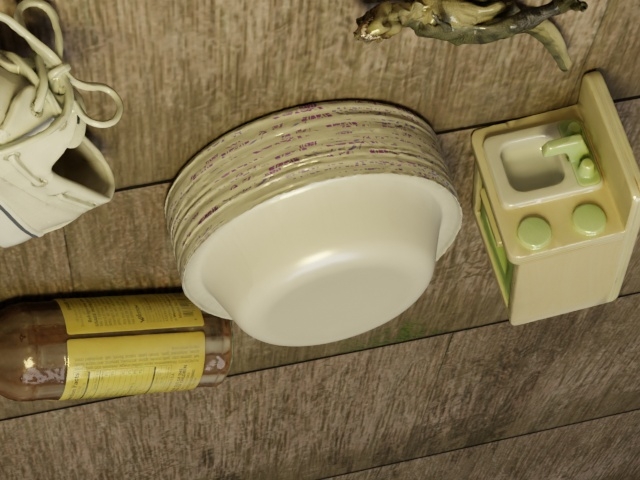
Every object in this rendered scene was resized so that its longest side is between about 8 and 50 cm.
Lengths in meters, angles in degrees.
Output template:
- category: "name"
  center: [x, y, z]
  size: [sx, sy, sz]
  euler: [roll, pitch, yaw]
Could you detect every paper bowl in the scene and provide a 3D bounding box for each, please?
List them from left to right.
- category: "paper bowl"
  center: [0.000, 0.000, 1.378]
  size: [0.284, 0.148, 0.284]
  euler: [-13, 152, -7]

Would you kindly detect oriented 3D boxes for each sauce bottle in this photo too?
- category: "sauce bottle"
  center: [-0.268, 0.113, 1.489]
  size: [0.344, 0.111, 0.111]
  euler: [0, 149, -25]

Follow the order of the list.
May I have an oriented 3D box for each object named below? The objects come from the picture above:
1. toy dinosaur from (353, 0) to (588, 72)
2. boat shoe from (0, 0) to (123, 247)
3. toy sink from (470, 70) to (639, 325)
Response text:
- category: "toy dinosaur"
  center: [0.149, -0.195, 1.188]
  size: [0.268, 0.064, 0.118]
  euler: [3, 154, -37]
- category: "boat shoe"
  center: [-0.231, -0.100, 1.073]
  size: [0.156, 0.136, 0.367]
  euler: [-17, 156, 3]
- category: "toy sink"
  center: [0.230, -0.037, 1.425]
  size: [0.131, 0.153, 0.234]
  euler: [-14, 154, -4]
